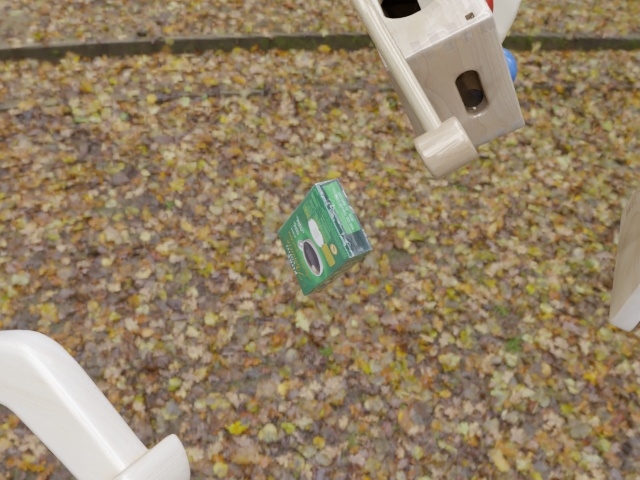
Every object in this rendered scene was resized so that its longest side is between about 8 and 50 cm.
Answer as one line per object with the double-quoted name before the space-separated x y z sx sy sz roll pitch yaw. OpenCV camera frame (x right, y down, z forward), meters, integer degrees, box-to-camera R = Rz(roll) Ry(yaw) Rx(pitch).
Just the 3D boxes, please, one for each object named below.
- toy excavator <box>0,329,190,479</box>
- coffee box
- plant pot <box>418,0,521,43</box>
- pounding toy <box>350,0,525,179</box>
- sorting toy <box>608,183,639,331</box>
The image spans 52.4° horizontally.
"toy excavator" -0.375 0.104 0.612 0.445 0.433 0.222 -14 5 23
"coffee box" 0.000 0.000 0.918 0.040 0.184 0.113 -19 76 -26
"plant pot" 0.198 -0.301 0.882 0.109 0.109 0.096 21 64 -24
"pounding toy" 0.095 -0.139 0.483 0.094 0.181 0.206 -24 54 14
"sorting toy" 0.433 -0.049 0.717 0.089 0.255 0.257 26 41 11
